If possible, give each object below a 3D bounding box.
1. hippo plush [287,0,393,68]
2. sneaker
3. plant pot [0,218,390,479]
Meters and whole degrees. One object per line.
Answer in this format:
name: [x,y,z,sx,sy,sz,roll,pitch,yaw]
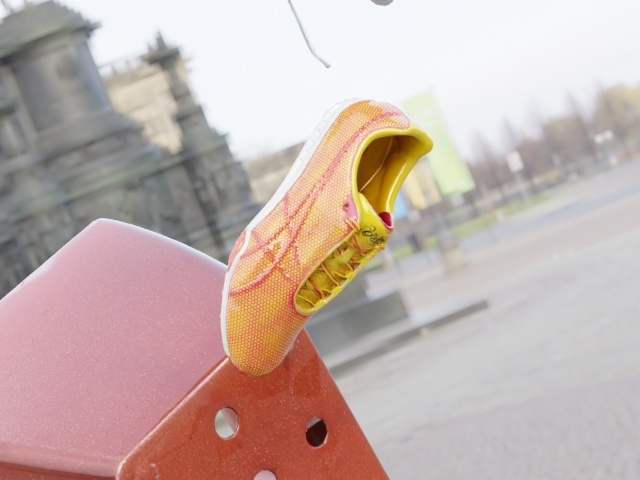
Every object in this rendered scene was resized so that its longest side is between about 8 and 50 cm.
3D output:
hippo plush: [-0.024,-0.268,1.000,0.236,0.294,0.234,-37,10,39]
sneaker: [0.000,0.000,0.938,0.067,0.175,0.064,28,0,43]
plant pot: [-0.112,0.161,1.186,0.236,0.267,0.267,-1,35,49]
